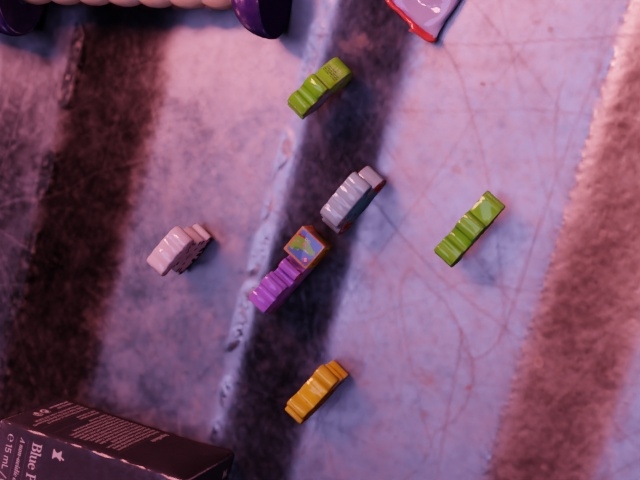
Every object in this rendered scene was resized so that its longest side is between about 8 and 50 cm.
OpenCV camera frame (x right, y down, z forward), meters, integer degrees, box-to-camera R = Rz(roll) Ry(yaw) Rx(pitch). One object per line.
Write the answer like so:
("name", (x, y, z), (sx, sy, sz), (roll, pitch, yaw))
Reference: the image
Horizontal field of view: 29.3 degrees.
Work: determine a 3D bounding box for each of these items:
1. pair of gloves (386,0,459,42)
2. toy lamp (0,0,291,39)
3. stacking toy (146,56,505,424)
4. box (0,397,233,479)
("pair of gloves", (0.066, -0.248, 0.861), (0.198, 0.023, 0.159), (43, 105, 12))
("toy lamp", (-0.162, -0.188, 0.913), (0.275, 0.080, 0.080), (6, 95, 19))
("stacking toy", (0.000, 0.000, 0.885), (0.167, 0.052, 0.221), (44, 103, 10))
("box", (-0.167, 0.221, 0.928), (0.158, 0.093, 0.155), (14, 97, 17))
